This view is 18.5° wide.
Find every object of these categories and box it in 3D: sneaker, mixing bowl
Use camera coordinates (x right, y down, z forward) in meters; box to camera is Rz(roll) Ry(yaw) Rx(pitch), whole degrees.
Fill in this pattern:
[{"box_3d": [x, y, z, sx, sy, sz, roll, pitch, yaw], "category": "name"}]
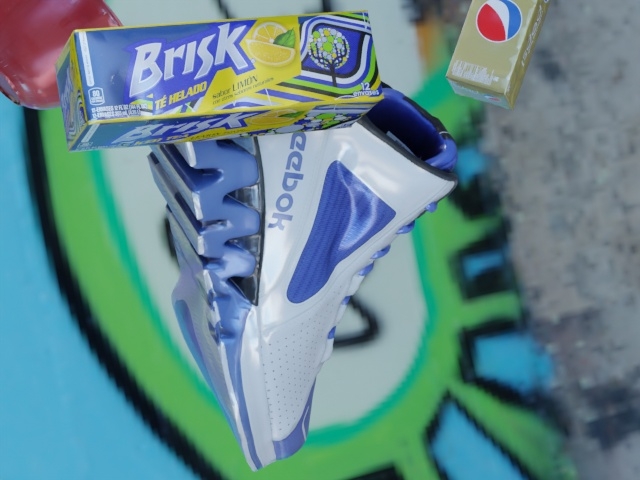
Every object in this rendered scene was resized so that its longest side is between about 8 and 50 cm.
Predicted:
[{"box_3d": [0.000, -0.001, 1.230, 0.127, 0.182, 0.315, -122, 19, -45], "category": "sneaker"}, {"box_3d": [-0.245, -0.177, 1.648, 0.181, 0.098, 0.181, 45, 168, 12], "category": "mixing bowl"}]

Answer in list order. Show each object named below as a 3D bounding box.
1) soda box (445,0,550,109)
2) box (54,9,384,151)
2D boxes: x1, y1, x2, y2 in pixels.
[{"box_3d": [0.170, -0.212, 1.745, 0.058, 0.061, 0.181, 19, 84, 15], "category": "soda box"}, {"box_3d": [-0.056, -0.087, 1.070, 0.059, 0.169, 0.054, 142, 119, -67], "category": "box"}]
